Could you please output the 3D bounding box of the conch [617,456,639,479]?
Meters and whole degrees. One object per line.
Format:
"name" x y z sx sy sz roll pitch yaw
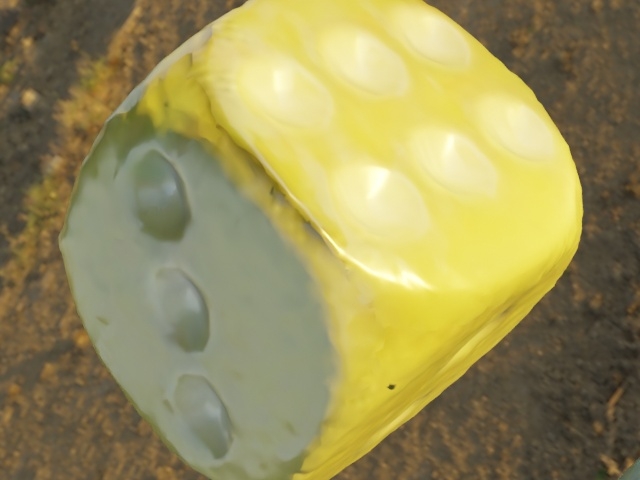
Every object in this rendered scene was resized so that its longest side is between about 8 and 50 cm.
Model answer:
"conch" 0.150 0.101 0.333 0.172 0.200 0.131 117 139 -56

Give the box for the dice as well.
"dice" 0.000 0.000 0.583 0.166 0.169 0.169 48 135 13
